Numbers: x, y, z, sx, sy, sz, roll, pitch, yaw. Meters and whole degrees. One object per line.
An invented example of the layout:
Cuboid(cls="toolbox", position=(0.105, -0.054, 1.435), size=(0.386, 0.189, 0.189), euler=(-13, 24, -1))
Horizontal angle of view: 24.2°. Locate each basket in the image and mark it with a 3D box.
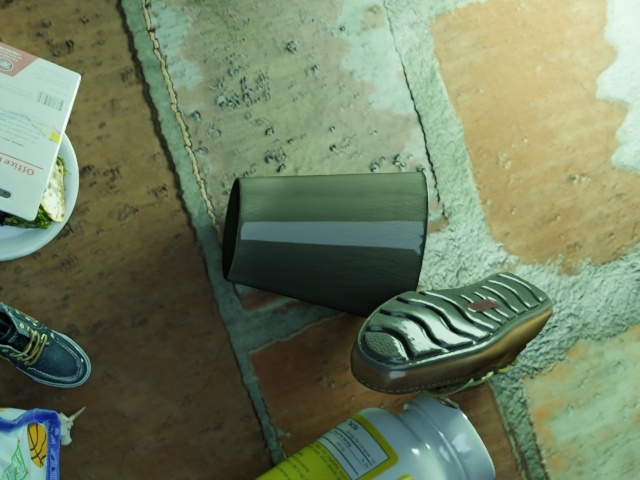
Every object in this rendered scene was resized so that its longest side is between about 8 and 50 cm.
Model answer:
Cuboid(cls="basket", position=(0.000, 0.000, 1.837), size=(0.227, 0.154, 0.204), euler=(6, 113, -11))

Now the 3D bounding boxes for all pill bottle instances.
Cuboid(cls="pill bottle", position=(0.040, 0.327, 1.836), size=(0.334, 0.188, 0.188), euler=(-31, 100, -13))

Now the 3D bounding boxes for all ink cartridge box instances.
Cuboid(cls="ink cartridge box", position=(-0.363, -0.118, 1.730), size=(0.115, 0.067, 0.198), euler=(22, 63, -18))

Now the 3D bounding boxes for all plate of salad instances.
Cuboid(cls="plate of salad", position=(-0.387, -0.074, 1.776), size=(0.200, 0.048, 0.200), euler=(-1, 93, -16))

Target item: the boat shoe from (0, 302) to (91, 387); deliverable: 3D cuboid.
Cuboid(cls="boat shoe", position=(-0.353, 0.123, 1.772), size=(0.183, 0.083, 0.065), euler=(31, 83, -15))

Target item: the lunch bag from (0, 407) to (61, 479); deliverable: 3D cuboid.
Cuboid(cls="lunch bag", position=(-0.463, 0.374, 1.624), size=(0.328, 0.239, 0.385), euler=(-2, 85, 15))

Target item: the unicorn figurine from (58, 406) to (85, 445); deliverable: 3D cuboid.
Cuboid(cls="unicorn figurine", position=(-0.354, 0.267, 1.789), size=(0.162, 0.060, 0.111), euler=(-5, 94, -16))

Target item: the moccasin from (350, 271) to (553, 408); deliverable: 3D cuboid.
Cuboid(cls="moccasin", position=(0.151, 0.132, 1.811), size=(0.139, 0.380, 0.147), euler=(30, 111, 20))
